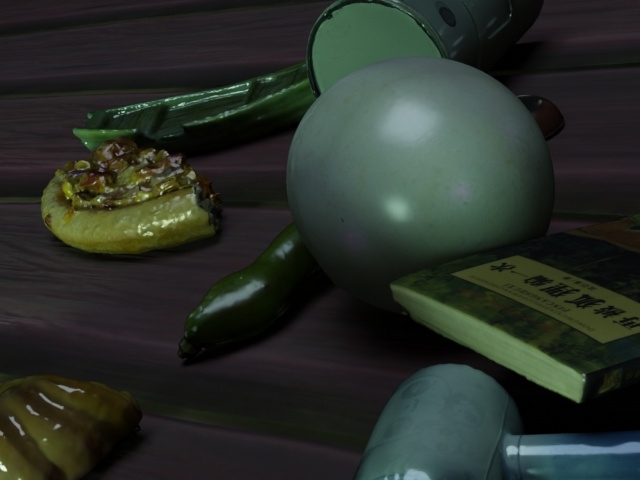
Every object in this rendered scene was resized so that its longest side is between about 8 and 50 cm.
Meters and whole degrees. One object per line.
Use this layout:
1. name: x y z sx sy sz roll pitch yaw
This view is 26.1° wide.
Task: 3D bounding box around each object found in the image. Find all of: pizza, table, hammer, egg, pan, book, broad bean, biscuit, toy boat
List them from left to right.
1. biscuit: -0.198 0.112 0.809 0.183 0.061 0.118 -4 29 32
2. pizza: -0.163 -0.038 1.124 0.127 0.058 0.246 -26 26 -17
3. toy boat: -0.079 -0.123 1.255 0.293 0.055 0.093 -14 22 14
4. broad bean: 0.001 -0.001 0.924 0.256 0.052 0.053 -40 -12 -35
5. egg: 0.054 -0.034 0.816 0.151 0.151 0.209 -24 12 -11
6. table: 0.092 -0.179 1.149 0.126 0.126 0.220 -4 25 33
7. pan: 0.130 -0.092 1.054 0.115 0.023 0.068 4 33 43
8. hammer: 0.110 0.099 0.586 0.193 0.070 0.116 -5 24 20
9. book: 0.170 0.022 0.684 0.228 0.024 0.160 -12 18 -26
